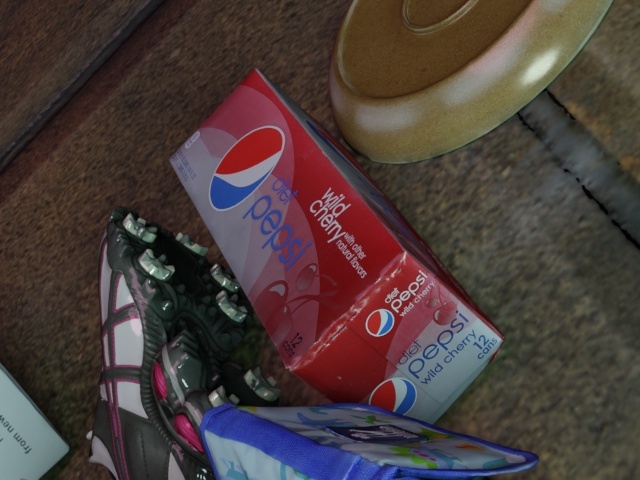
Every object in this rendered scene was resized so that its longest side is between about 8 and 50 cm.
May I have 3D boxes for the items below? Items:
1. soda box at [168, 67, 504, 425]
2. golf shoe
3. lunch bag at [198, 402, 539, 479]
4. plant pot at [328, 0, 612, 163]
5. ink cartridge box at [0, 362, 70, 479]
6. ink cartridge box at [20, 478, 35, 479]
[{"bbox_3d":[0.000,0.000,0.809,0.083,0.092,0.263,-46,32,6],"label":"soda box"},{"bbox_3d":[-0.101,0.076,0.854,0.120,0.105,0.273,-50,31,16],"label":"golf shoe"},{"bbox_3d":[0.033,0.120,0.590,0.129,0.151,0.096,9,64,55],"label":"lunch bag"},{"bbox_3d":[0.089,-0.154,0.911,0.236,0.032,0.236,-31,37,27],"label":"plant pot"},{"bbox_3d":[-0.402,0.187,0.974,0.385,0.160,0.279,-44,29,-18],"label":"ink cartridge box"},{"bbox_3d":[-0.073,0.216,0.648,0.206,0.045,0.208,-4,84,50],"label":"ink cartridge box"}]
